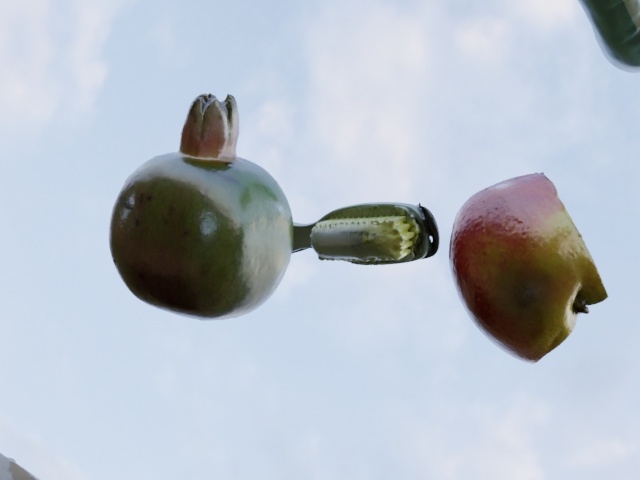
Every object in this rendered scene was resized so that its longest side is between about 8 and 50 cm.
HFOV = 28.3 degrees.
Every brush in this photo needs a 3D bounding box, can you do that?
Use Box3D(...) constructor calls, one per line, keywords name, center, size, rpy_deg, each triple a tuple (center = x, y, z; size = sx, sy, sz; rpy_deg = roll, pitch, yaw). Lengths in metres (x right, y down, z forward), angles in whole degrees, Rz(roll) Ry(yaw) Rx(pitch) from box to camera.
Box3D(name="brush", center=(0.000, 0.000, 1.380), size=(0.296, 0.060, 0.068), rpy_deg=(-3, -77, 47))

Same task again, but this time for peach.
Box3D(name="peach", center=(0.160, 0.018, 1.009), size=(0.118, 0.151, 0.151), rpy_deg=(19, -45, -4))

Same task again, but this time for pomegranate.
Box3D(name="pomegranate", center=(-0.104, -0.031, 1.173), size=(0.179, 0.180, 0.210), rpy_deg=(17, -75, 26))

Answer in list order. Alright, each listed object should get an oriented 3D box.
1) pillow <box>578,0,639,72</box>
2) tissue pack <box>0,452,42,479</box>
Box3D(name="pillow", center=(0.302, -0.288, 1.364), size=(0.086, 0.214, 0.233), rpy_deg=(-31, -61, 16))
Box3D(name="tissue pack", center=(-0.323, 0.337, 1.147), size=(0.267, 0.277, 0.387), rpy_deg=(18, -21, 33))
